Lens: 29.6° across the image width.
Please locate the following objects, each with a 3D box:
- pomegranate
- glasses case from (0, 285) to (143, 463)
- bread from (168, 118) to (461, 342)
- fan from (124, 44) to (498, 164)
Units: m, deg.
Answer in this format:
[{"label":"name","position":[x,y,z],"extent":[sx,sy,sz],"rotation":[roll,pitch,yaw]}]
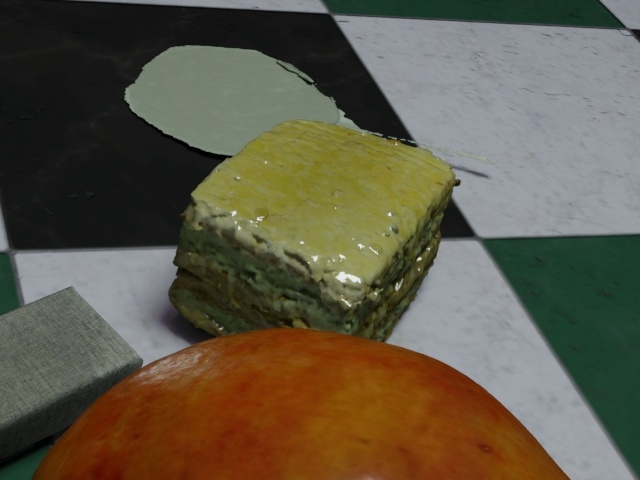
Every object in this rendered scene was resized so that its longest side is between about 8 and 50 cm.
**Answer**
[{"label":"pomegranate","position":[0.006,0.153,0.497],"extent":[0.252,0.229,0.270],"rotation":[18,24,16]},{"label":"glasses case","position":[-0.197,0.093,0.645],"extent":[0.071,0.047,0.205],"rotation":[41,42,24]},{"label":"bread","position":[0.000,0.000,0.798],"extent":[0.138,0.102,0.196],"rotation":[26,34,10]},{"label":"fan","position":[-0.004,-0.099,1.004],"extent":[0.310,0.010,0.182],"rotation":[15,36,4]}]
